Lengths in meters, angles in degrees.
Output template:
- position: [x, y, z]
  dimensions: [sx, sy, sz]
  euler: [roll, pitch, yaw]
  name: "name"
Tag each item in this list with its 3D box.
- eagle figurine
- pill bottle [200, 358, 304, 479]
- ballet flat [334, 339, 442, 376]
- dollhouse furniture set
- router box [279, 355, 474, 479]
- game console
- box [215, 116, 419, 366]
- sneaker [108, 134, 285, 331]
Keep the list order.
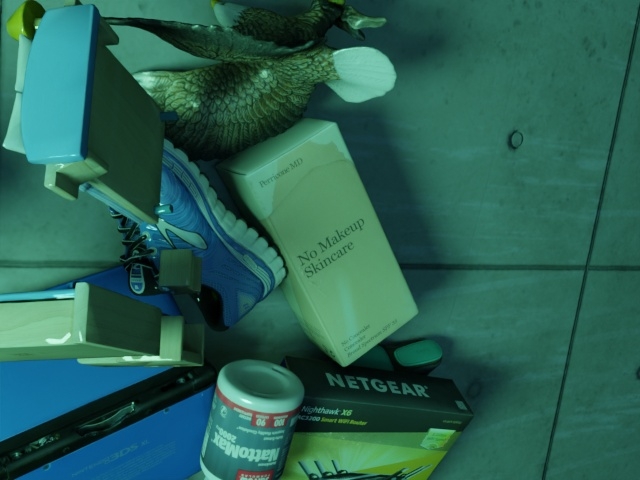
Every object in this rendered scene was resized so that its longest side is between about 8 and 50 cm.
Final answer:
- position: [-0.083, -0.220, 0.798]
  dimensions: [0.298, 0.225, 0.226]
  euler: [-39, 122, -23]
  name: "eagle figurine"
- position: [-0.091, 0.251, 0.845]
  dimensions: [0.108, 0.108, 0.180]
  euler: [5, 108, -28]
  name: "pill bottle"
- position: [0.102, 0.199, 1.070]
  dimensions: [0.203, 0.074, 0.074]
  euler: [-1, 103, -32]
  name: "ballet flat"
- position: [-0.252, -0.034, 0.671]
  dimensions: [0.198, 0.286, 0.303]
  euler: [-3, 75, 10]
  name: "dollhouse furniture set"
- position: [0.039, 0.303, 1.011]
  dimensions: [0.309, 0.081, 0.242]
  euler: [13, 118, -29]
  name: "router box"
- position: [-0.291, 0.202, 0.825]
  dimensions: [0.293, 0.173, 0.250]
  euler: [-19, 129, -35]
  name: "game console"
- position: [0.000, 0.000, 0.933]
  dimensions: [0.148, 0.121, 0.311]
  euler: [-35, 116, -15]
  name: "box"
- position: [-0.190, -0.013, 0.808]
  dimensions: [0.330, 0.130, 0.147]
  euler: [46, 65, -21]
  name: "sneaker"
